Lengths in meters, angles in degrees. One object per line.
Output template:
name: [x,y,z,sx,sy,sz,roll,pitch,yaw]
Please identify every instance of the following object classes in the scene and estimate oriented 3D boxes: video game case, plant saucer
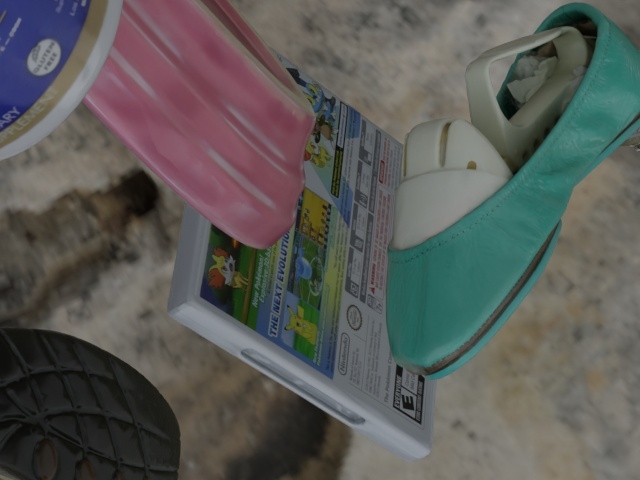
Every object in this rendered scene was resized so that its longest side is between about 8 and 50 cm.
video game case: [0.000,0.000,1.757,0.300,0.329,0.036,34,135,-31]
plant saucer: [-0.113,-0.143,1.174,0.084,0.332,0.332,-40,119,7]

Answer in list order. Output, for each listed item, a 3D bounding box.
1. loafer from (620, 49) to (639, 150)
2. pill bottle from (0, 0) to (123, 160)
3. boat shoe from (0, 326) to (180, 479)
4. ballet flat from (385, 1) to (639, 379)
loafer: [0.269,-0.125,1.661,0.251,0.087,0.094,-4,85,-52]
pill bottle: [-0.159,-0.102,0.607,0.112,0.112,0.187,-53,144,8]
boat shoe: [-0.258,0.124,1.367,0.324,0.120,0.122,19,63,-29]
ballet flat: [0.083,-0.037,0.921,0.087,0.083,0.247,53,48,-15]
